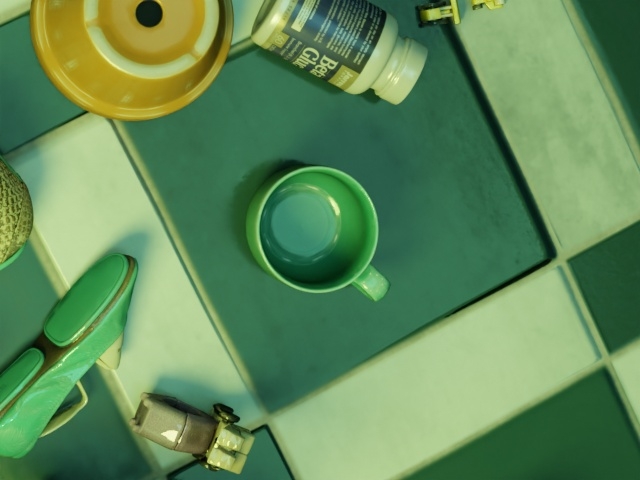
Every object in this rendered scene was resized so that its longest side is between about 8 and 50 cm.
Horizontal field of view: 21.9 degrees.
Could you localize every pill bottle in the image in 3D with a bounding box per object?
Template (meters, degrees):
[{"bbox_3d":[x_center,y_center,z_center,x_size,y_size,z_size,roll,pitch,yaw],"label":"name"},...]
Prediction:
[{"bbox_3d":[0.022,-0.209,1.717,0.169,0.094,0.094,27,88,-13],"label":"pill bottle"}]

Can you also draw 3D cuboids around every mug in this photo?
[{"bbox_3d":[-0.009,-0.002,1.724,0.129,0.097,0.157,-16,98,-12],"label":"mug"}]

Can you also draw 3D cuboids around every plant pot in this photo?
[{"bbox_3d":[-0.177,-0.220,1.623,0.205,0.188,0.205,-1,94,-13],"label":"plant pot"}]

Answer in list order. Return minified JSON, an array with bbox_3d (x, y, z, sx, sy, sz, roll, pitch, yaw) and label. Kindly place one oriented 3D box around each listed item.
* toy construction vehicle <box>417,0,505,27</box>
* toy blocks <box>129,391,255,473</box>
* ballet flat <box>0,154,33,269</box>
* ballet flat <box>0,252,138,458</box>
[{"bbox_3d":[0.151,-0.275,1.772,0.098,0.035,0.085,-9,96,-12],"label":"toy construction vehicle"},{"bbox_3d":[-0.230,0.291,1.596,0.260,0.288,0.309,23,92,-19],"label":"toy blocks"},{"bbox_3d":[-0.503,0.050,1.574,0.483,0.164,0.182,-35,138,-10],"label":"ballet flat"},{"bbox_3d":[-0.258,0.123,1.696,0.247,0.083,0.087,-49,126,-5],"label":"ballet flat"}]
